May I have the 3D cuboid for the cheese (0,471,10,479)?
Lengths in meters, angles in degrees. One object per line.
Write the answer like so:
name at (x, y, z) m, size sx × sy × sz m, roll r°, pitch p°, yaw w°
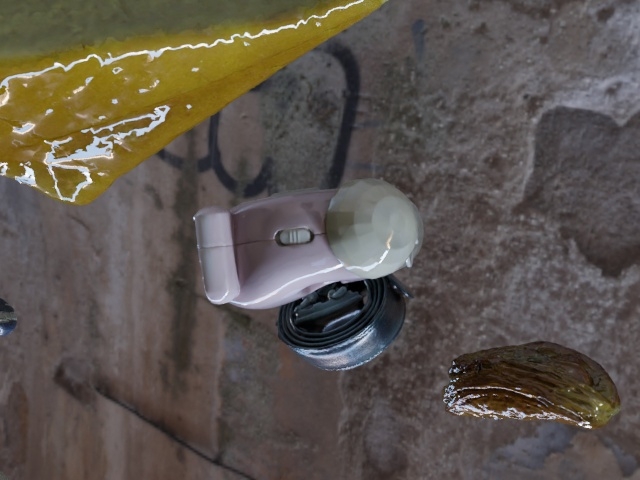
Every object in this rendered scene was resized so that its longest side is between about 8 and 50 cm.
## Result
cheese at (-0.507, 0.418, 0.866) m, size 0.292 × 0.153 × 0.332 m, roll 19°, pitch -169°, yaw -18°

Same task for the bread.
bread at (-0.142, -0.225, 0.545) m, size 0.361 × 0.233 × 0.245 m, roll -27°, pitch 153°, yaw 13°

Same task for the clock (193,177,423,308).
clock at (0.000, 0.000, 1.151) m, size 0.325 × 0.184 × 0.342 m, roll -13°, pitch -178°, yaw 10°

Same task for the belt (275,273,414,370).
belt at (0.050, 0.135, 1.347) m, size 0.267 × 0.116 × 0.206 m, roll -15°, pitch -132°, yaw 28°

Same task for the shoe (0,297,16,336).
shoe at (-0.489, 0.103, 1.007) m, size 0.143 × 0.071 × 0.064 m, roll 23°, pitch -174°, yaw 26°

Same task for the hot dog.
hot dog at (0.336, 0.233, 1.160) m, size 0.272 × 0.122 × 0.196 m, roll -5°, pitch -178°, yaw 39°
